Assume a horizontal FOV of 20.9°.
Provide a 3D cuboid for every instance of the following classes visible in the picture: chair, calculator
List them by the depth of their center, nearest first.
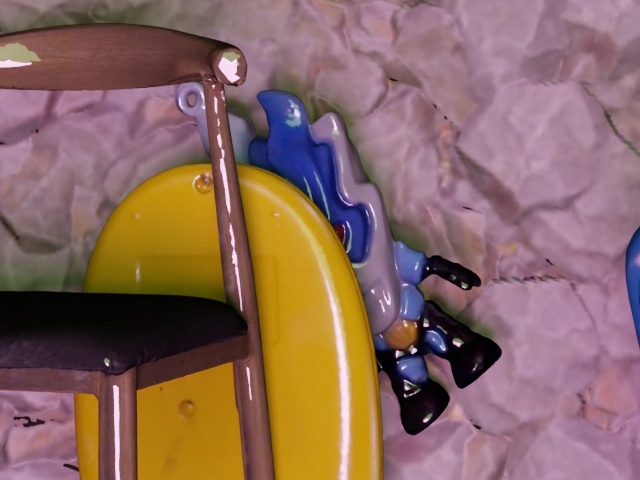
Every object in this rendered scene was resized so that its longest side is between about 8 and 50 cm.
[{"bbox_3d":[-0.122,0.045,0.697,0.188,0.166,0.272,0,93,20],"label":"chair"},{"bbox_3d":[-0.044,0.082,0.778,0.146,0.032,0.235,-1,94,20],"label":"calculator"}]

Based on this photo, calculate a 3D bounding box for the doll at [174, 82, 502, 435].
[{"bbox_3d":[0.000,0.000,0.810,0.096,0.070,0.195,-43,88,23],"label":"doll"}]

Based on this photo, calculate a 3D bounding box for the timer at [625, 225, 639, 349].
[{"bbox_3d":[0.239,0.125,0.644,0.115,0.309,0.340,-31,50,-6],"label":"timer"}]
